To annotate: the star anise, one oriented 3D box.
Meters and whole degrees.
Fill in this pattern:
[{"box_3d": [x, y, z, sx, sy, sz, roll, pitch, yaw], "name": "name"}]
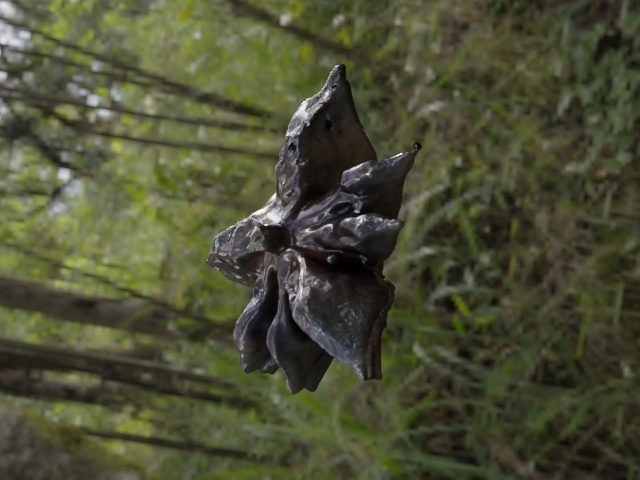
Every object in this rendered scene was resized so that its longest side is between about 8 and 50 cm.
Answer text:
[{"box_3d": [0.001, 0.010, 0.534, 0.124, 0.056, 0.129, -55, 37, 27], "name": "star anise"}]
